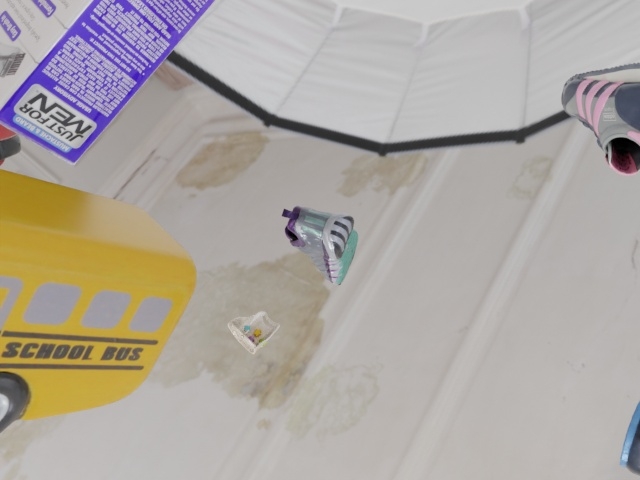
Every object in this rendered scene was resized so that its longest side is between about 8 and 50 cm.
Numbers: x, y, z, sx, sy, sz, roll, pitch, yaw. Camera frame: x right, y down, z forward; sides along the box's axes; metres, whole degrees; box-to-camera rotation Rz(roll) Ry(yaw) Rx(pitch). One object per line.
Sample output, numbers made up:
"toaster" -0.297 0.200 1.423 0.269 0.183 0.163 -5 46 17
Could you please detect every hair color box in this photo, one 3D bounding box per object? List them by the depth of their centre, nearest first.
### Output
"hair color box" -0.220 -0.269 0.647 0.339 0.110 0.185 -47 -127 3

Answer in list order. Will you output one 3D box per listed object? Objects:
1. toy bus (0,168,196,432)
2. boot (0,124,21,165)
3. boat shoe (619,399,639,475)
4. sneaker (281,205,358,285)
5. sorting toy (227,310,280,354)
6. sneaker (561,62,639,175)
"toy bus" -0.229 0.021 0.298 0.108 0.332 0.130 39 -77 34
"boot" -0.558 -0.190 0.952 0.088 0.177 0.244 10 -168 14
"boat shoe" 0.368 0.157 0.573 0.258 0.109 0.089 -14 -150 -40
"sneaker" 0.000 0.000 0.926 0.098 0.224 0.083 20 -108 11
"sorting toy" -0.119 0.170 1.163 0.075 0.045 0.083 -38 -125 -22
"sneaker" 0.397 -0.157 0.828 0.319 0.112 0.131 -70 171 -80
